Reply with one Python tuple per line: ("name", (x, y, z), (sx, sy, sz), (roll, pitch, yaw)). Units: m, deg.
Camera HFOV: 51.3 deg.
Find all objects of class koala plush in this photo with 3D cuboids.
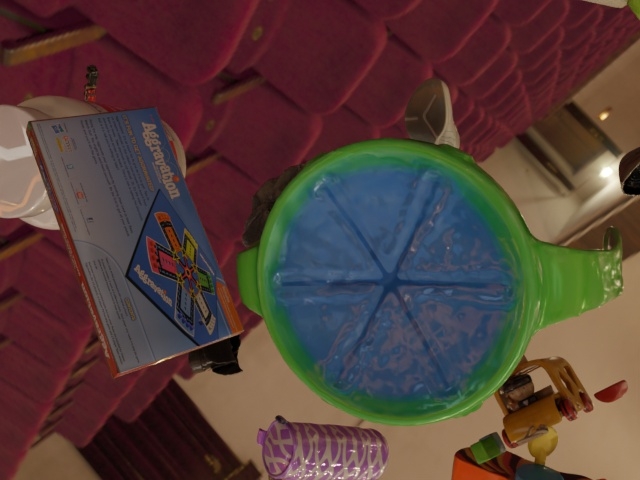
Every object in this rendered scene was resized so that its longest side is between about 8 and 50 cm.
("koala plush", (0.000, 0.000, 1.109), (0.196, 0.221, 0.203), (-49, -147, 3))

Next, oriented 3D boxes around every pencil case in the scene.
("pencil case", (0.006, 0.312, 0.987), (0.088, 0.206, 0.086), (4, -102, 53))

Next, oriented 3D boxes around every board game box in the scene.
("board game box", (-0.198, -0.009, 0.715), (0.145, 0.281, 0.027), (-16, 167, -34))

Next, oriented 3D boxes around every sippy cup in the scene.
("sippy cup", (0.094, 0.022, 0.621), (0.240, 0.306, 0.224), (-60, 163, 20))

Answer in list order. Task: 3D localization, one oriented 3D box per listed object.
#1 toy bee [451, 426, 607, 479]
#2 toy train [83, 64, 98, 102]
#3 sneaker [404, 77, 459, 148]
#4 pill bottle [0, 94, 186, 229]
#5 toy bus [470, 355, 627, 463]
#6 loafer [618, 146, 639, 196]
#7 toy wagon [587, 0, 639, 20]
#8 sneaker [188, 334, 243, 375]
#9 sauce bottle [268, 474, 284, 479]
("toy bee", (0.357, 0.400, 1.016), (0.162, 0.298, 0.195), (-6, 127, -42))
("toy train", (-0.559, -0.356, 1.620), (0.027, 0.036, 0.158), (-15, 149, -35))
("sneaker", (0.136, -0.127, 0.789), (0.061, 0.054, 0.152), (-43, 142, -34))
("pill bottle", (-0.428, -0.137, 1.199), (0.229, 0.229, 0.408), (-43, 175, 14))
("toy bus", (0.290, 0.210, 0.908), (0.191, 0.104, 0.202), (-18, 157, -18))
("loafer", (0.590, -0.135, 1.077), (0.087, 0.094, 0.251), (-53, -174, -33))
("toy wagon", (0.168, -0.269, 0.447), (0.345, 0.267, 0.068), (-33, 171, -13))
("sneaker", (-0.172, 0.176, 1.131), (0.089, 0.051, 0.170), (-19, -157, 7))
("sauce bottle", (0.066, 0.487, 1.207), (0.111, 0.345, 0.111), (-38, 140, -41))
